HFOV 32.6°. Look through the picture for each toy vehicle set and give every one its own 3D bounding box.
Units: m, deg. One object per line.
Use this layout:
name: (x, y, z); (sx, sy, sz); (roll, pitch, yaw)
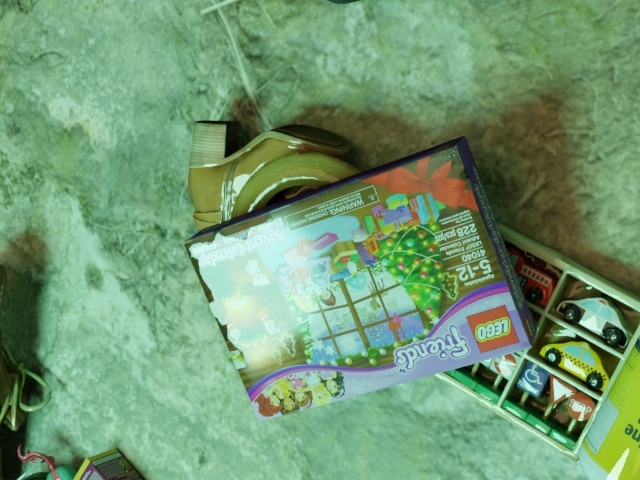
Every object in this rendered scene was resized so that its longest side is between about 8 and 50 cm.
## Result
toy vehicle set: (0.178, 0.076, 1.079); (0.266, 0.035, 0.166); (30, 107, 26)

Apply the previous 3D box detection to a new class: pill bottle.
pill bottle: (0.295, 0.178, 0.976); (0.103, 0.103, 0.184); (31, 107, 26)

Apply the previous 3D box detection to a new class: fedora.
fedora: (0.000, 0.000, 1.129); (0.194, 0.079, 0.194); (5, 106, 17)

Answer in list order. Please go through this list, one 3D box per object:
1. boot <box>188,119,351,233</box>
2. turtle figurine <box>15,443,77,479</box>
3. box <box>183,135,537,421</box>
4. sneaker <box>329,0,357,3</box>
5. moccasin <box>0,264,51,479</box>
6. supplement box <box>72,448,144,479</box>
boot: (-0.056, -0.051, 1.200); (0.197, 0.073, 0.152); (8, 104, 29)
turtle figurine: (-0.361, 0.357, 1.370); (0.175, 0.118, 0.234); (34, 109, -18)
box: (0.036, 0.043, 1.054); (0.293, 0.057, 0.201); (-19, 99, 22)
sneaker: (0.065, -0.390, 1.098); (0.136, 0.116, 0.314); (34, 102, 36)
moccasin: (-0.432, 0.207, 1.392); (0.139, 0.147, 0.380); (24, 110, 55)
supplement box: (-0.251, 0.301, 1.333); (0.083, 0.055, 0.043); (42, 113, 23)
